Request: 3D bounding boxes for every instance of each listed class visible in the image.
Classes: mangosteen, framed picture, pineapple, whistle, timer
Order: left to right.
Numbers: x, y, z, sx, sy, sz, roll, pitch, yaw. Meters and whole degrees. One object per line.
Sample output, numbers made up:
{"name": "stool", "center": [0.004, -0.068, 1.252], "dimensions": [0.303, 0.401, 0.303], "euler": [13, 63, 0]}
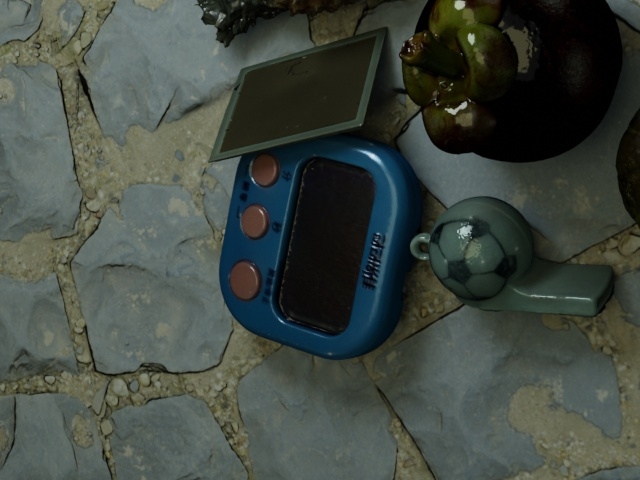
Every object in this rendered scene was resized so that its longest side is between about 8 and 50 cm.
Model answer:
{"name": "pineapple", "center": [-0.047, -0.411, 2.057], "dimensions": [0.362, 0.202, 0.202], "euler": [-25, 81, 35]}
{"name": "framed picture", "center": [-0.032, -0.218, 2.082], "dimensions": [0.273, 0.016, 0.216], "euler": [-11, 46, 30]}
{"name": "timer", "center": [0.000, 0.000, 2.092], "dimensions": [0.309, 0.115, 0.340], "euler": [17, 101, 30]}
{"name": "whistle", "center": [0.260, 0.015, 1.930], "dimensions": [0.289, 0.163, 0.164], "euler": [2, 94, 28]}
{"name": "mangosteen", "center": [0.254, -0.229, 1.829], "dimensions": [0.296, 0.313, 0.297], "euler": [19, 146, 14]}

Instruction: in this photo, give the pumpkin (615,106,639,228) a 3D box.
{"name": "pumpkin", "center": [0.506, -0.094, 1.766], "dimensions": [0.260, 0.189, 0.260], "euler": [3, 95, 30]}
